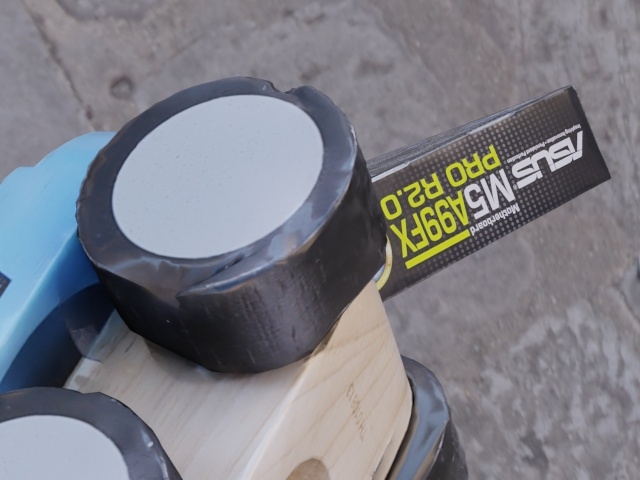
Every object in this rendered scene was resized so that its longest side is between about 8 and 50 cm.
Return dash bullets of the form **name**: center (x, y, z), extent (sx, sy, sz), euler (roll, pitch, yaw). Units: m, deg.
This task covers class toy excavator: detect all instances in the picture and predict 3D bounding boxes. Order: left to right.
- **toy excavator**: center (-0.216, 0.132, 0.575), extent (0.445, 0.222, 0.433), euler (10, 54, 28)

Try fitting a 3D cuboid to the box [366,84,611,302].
- **box**: center (0.000, 0.000, 0.822), extent (0.216, 0.270, 0.060), euler (-27, 96, -35)
